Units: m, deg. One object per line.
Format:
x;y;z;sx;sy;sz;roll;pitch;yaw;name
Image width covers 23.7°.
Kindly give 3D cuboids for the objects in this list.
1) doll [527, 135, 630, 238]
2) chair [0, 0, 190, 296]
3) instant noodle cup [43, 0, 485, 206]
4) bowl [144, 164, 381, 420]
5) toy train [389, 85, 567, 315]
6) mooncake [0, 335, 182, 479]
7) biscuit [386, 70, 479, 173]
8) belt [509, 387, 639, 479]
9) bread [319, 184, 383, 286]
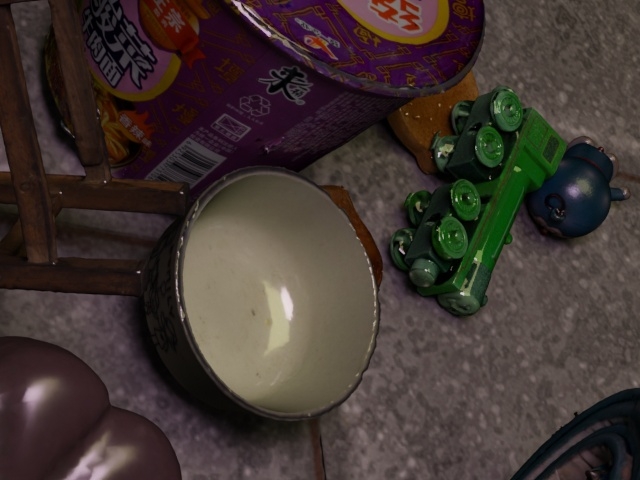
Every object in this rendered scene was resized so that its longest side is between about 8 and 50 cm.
0.270;-0.056;1.617;0.114;0.085;0.152;33;36;4;doll
-0.328;-0.090;1.107;0.203;0.416;0.241;-76;160;-66;chair
-0.066;-0.195;1.316;0.340;0.266;0.340;22;49;-27;instant noodle cup
-0.064;0.053;1.271;0.211;0.112;0.211;14;68;-38;bowl
0.157;-0.040;1.511;0.119;0.085;0.251;43;57;-27;toy train
-0.227;0.213;0.979;0.306;0.154;0.306;3;85;-37;mooncake
0.092;-0.178;1.559;0.225;0.036;0.166;54;51;-19;biscuit
0.193;0.317;1.184;0.173;0.300;0.436;44;50;-3;belt
0.000;0.000;1.412;0.129;0.044;0.126;-5;65;-34;bread
